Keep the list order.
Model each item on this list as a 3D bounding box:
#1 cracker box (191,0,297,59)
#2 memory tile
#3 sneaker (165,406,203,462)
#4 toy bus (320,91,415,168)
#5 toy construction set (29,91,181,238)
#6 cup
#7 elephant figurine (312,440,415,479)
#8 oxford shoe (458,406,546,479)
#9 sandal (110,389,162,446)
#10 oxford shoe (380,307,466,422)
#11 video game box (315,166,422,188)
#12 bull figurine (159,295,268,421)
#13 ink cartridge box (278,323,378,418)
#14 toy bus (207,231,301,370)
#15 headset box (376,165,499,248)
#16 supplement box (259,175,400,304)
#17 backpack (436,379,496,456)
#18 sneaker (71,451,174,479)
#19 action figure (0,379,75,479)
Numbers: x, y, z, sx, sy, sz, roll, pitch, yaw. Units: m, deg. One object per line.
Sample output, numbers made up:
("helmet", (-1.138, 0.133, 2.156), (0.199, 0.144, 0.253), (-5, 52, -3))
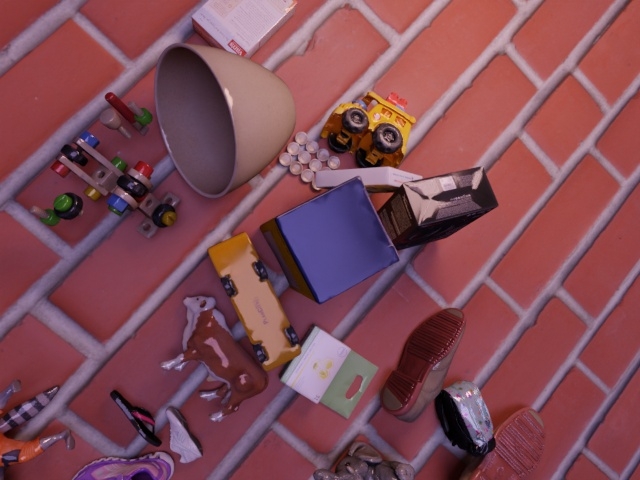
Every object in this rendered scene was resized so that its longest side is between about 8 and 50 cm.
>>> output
("cracker box", (-0.195, -0.582, 1.130), (0.156, 0.067, 0.232), (43, 80, -8))
("memory tile", (-0.030, -0.215, 1.189), (0.148, 0.012, 0.113), (36, 82, -11))
("sneaker", (-0.352, 0.486, 1.084), (0.061, 0.054, 0.152), (-27, 96, -9))
("toy bus", (0.141, -0.320, 1.173), (0.220, 0.149, 0.211), (28, 70, -8))
("toy construction set", (-0.446, -0.150, 1.029), (0.258, 0.237, 0.308), (1, 70, 16))
("cup", (-0.199, -0.291, 1.024), (0.237, 0.331, 0.331), (-27, 96, -38))
("elephant figurine", (0.115, 0.615, 1.146), (0.240, 0.186, 0.169), (18, 48, 13))
("oxford shoe", (0.496, 0.630, 1.248), (0.397, 0.146, 0.140), (-32, 76, -28))
("sandal", (-0.439, 0.427, 1.061), (0.040, 0.067, 0.179), (-38, 95, -22))
("oxford shoe", (0.303, 0.346, 1.223), (0.348, 0.123, 0.130), (-50, 126, -10))
("video game box", (0.122, -0.147, 1.090), (0.187, 0.205, 0.048), (-4, 96, -53))
("bull figurine", (-0.268, 0.288, 1.083), (0.188, 0.101, 0.310), (-40, 95, -7))
("ink cartridge box", (0.030, 0.358, 1.174), (0.235, 0.056, 0.171), (35, 81, -8))
("toy bus", (-0.166, 0.149, 1.091), (0.108, 0.130, 0.332), (-26, 95, -13))
("headset box", (0.267, -0.063, 1.117), (0.218, 0.293, 0.110), (-13, 77, -16))
("supplement box", (0.000, 0.000, 1.016), (0.195, 0.356, 0.194), (-28, 96, -12))
("backpack", (0.405, 0.488, 1.222), (0.115, 0.152, 0.181), (-18, 81, -19))
("sneaker", (-0.473, 0.572, 1.028), (0.237, 0.104, 0.095), (-7, 92, -12))
("action figure", (-0.726, 0.491, 0.975), (0.330, 0.178, 0.341), (-30, 123, -5))
